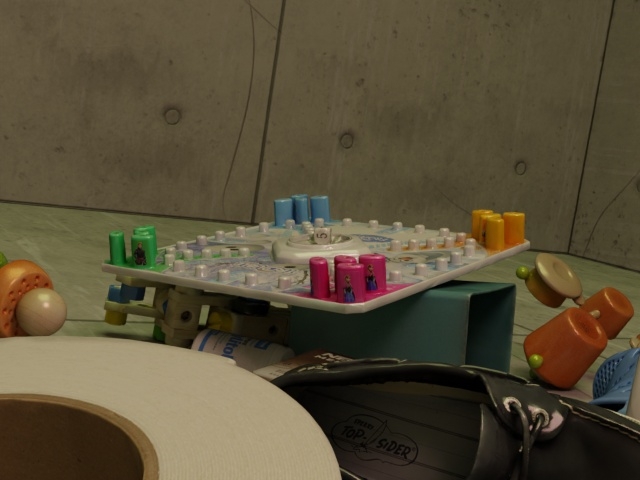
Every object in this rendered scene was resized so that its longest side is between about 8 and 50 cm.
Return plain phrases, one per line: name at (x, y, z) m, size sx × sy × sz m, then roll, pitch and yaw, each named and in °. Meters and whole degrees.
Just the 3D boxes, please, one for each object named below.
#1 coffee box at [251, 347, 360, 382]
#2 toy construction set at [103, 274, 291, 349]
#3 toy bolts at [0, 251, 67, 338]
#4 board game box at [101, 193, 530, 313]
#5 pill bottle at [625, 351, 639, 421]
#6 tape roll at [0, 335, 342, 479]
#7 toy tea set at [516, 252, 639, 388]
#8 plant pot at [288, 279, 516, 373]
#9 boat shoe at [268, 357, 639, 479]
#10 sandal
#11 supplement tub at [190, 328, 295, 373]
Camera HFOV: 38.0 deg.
coffee box at (0.070, 0.178, 0.818) m, size 0.247 × 0.098 × 0.141 m, roll 12°, pitch 7°, yaw 26°
toy construction set at (-0.108, 0.087, 1.262) m, size 0.328 × 0.151 × 0.215 m, roll -9°, pitch 15°, yaw -34°
toy bolts at (-0.409, 0.040, 1.073) m, size 0.159 × 0.218 × 0.228 m, roll 19°, pitch 28°, yaw 27°
board game box at (0.000, 0.000, 1.153) m, size 0.390 × 0.050 × 0.390 m, roll 7°, pitch 14°, yaw 37°
pill bottle at (0.434, 0.187, 0.742) m, size 0.363 × 0.210 × 0.210 m, roll 12°, pitch 7°, yaw 23°
tape roll at (-0.178, 0.150, 0.445) m, size 0.392 × 0.071 × 0.392 m, roll -2°, pitch 18°, yaw 1°
toy tea set at (0.423, 0.164, 1.403) m, size 0.336 × 0.124 × 0.200 m, roll 25°, pitch 36°, yaw -19°
plant pot at (0.088, 0.124, 1.098) m, size 0.234 × 0.165 × 0.165 m, roll 6°, pitch 4°, yaw 29°
boat shoe at (0.105, 0.150, 0.658) m, size 0.340 × 0.127 × 0.113 m, roll 16°, pitch -10°, yaw 26°
sandal at (0.351, 0.190, 1.021) m, size 0.138 × 0.126 × 0.317 m, roll 4°, pitch 5°, yaw -1°
supplement tub at (-0.089, 0.143, 1.051) m, size 0.107 × 0.070 × 0.071 m, roll 10°, pitch 6°, yaw 17°
